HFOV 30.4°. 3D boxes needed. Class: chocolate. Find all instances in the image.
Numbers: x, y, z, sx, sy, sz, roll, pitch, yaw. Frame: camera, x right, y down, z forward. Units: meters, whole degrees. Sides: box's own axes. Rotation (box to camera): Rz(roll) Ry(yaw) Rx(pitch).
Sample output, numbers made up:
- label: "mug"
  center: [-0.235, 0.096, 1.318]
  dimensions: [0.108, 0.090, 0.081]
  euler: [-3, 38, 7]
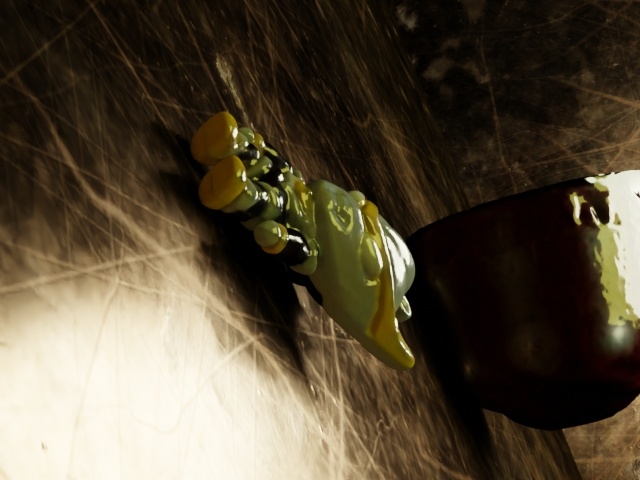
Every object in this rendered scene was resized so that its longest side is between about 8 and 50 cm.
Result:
- label: "chocolate"
  center: [0.340, 0.099, 1.705]
  dimensions: [0.384, 0.384, 0.331]
  euler: [12, 61, -75]

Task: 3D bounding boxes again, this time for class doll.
- label: "doll"
  center: [0.000, -0.004, 1.034]
  dimensions: [0.316, 0.103, 0.145]
  euler: [36, 7, -46]
